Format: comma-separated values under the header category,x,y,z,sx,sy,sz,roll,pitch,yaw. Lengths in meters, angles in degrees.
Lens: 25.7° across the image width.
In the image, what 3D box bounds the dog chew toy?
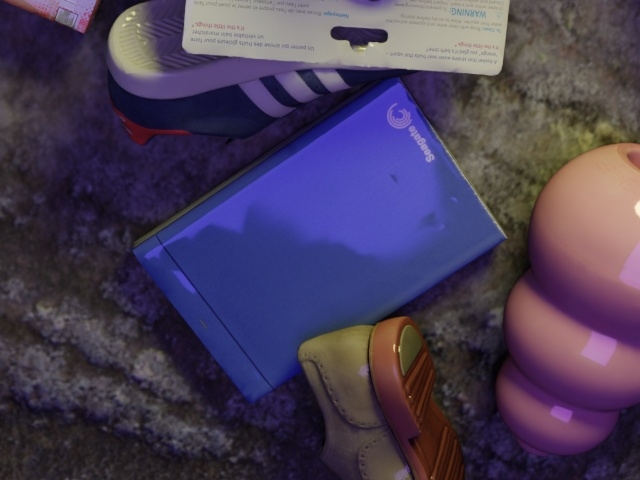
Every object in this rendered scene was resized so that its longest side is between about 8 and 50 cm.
category,x,y,z,sx,sy,sz,roll,pitch,yaw
dog chew toy,0.277,0.073,1.400,0.206,0.206,0.332,17,115,-9

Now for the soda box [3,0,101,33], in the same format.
category,x,y,z,sx,sy,sz,roll,pitch,yaw
soda box,-0.292,-0.257,1.312,0.183,0.063,0.058,22,105,-11

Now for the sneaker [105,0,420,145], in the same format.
category,x,y,z,sx,sy,sz,roll,pitch,yaw
sneaker,-0.035,-0.168,1.343,0.350,0.131,0.148,-9,148,-16

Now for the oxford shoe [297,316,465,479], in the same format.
category,x,y,z,sx,sy,sz,roll,pitch,yaw
oxford shoe,0.071,0.230,1.485,0.130,0.123,0.348,-5,118,21

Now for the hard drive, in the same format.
category,x,y,z,sx,sy,sz,roll,pitch,yaw
hard drive,0.000,0.000,1.431,0.318,0.040,0.210,-34,107,8

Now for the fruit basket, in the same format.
category,x,y,z,sx,sy,sz,roll,pitch,yaw
fruit basket,0.037,-0.330,1.227,0.327,0.165,0.353,-1,106,-28
